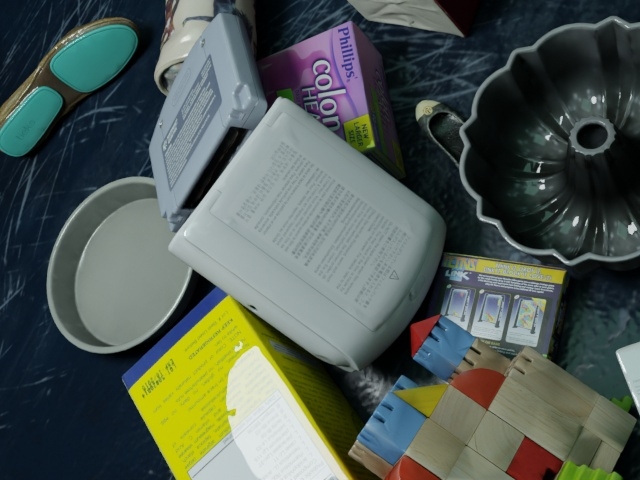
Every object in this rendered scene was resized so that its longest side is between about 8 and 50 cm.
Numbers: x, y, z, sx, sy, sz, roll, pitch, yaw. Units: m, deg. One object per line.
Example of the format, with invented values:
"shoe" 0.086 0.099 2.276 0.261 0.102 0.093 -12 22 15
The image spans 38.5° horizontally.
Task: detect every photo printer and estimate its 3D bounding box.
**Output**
"photo printer" 0.000 0.000 1.178 0.307 0.107 0.256 36 70 -7

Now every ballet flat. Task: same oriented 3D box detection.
"ballet flat" -0.469 -0.295 1.660 0.342 0.116 0.124 -44 39 12
"ballet flat" 0.190 -0.143 1.280 0.057 0.049 0.173 -42 59 7

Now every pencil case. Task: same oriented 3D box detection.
"pencil case" -0.190 -0.414 1.511 0.183 0.160 0.410 -29 57 50

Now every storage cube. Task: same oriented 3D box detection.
"storage cube" 0.133 -0.430 1.320 0.183 0.215 0.193 19 88 31

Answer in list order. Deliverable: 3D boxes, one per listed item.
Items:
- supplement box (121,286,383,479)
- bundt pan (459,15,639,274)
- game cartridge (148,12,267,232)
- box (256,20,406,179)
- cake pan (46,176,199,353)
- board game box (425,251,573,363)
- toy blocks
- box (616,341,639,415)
"supplement box" -0.064 0.264 1.185 0.194 0.195 0.356 -43 58 9
"bundt pan" 0.346 -0.104 1.134 0.330 0.124 0.331 -10 65 22
"game cartridge" -0.172 -0.175 1.347 0.297 0.062 0.198 -51 39 42
"box" -0.020 -0.168 1.360 0.243 0.117 0.214 -18 65 21
"cake pan" -0.311 0.042 1.475 0.293 0.054 0.293 -9 69 25
"board game box" 0.224 0.097 1.179 0.170 0.048 0.141 9 75 30
"toy blocks" 0.153 0.242 0.985 0.261 0.191 0.381 34 59 8
"box" 0.401 0.157 1.033 0.102 0.101 0.087 -24 63 17
